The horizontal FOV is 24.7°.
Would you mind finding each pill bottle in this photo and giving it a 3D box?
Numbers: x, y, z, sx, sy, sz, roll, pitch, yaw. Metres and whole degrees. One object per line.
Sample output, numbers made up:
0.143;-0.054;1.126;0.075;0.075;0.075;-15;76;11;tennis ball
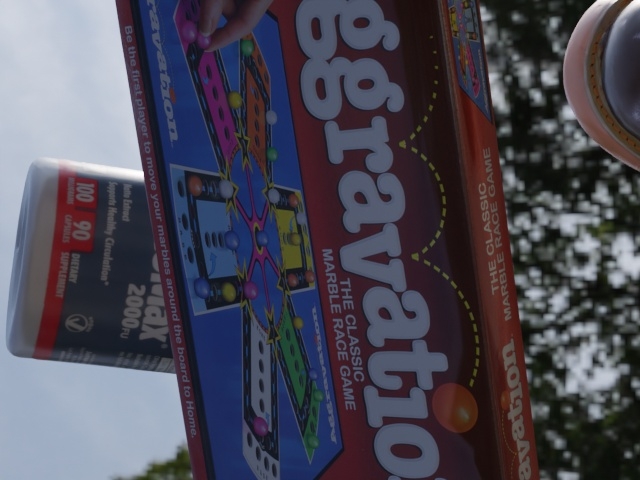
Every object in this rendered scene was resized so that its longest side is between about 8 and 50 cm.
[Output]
-0.073;0.019;0.790;0.180;0.108;0.107;7;-99;-15;pill bottle

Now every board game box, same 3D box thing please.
0.000;0.000;0.525;0.027;0.145;0.281;-20;-76;-52;board game box

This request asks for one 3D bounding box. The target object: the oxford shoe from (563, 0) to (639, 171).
0.309;-0.029;0.783;0.364;0.133;0.130;21;-91;-14;oxford shoe
